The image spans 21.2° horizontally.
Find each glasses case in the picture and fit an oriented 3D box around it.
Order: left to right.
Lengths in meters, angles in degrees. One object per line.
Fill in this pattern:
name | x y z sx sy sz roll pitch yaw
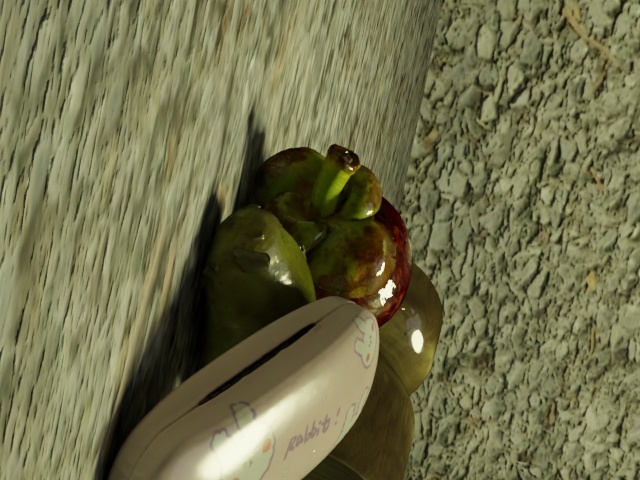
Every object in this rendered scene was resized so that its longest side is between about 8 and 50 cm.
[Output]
glasses case | -0.049 0.132 1.201 0.297 0.075 0.113 -34 139 -51

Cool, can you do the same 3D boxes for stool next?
stool | 0.002 0.145 1.537 0.264 0.179 0.179 -72 172 -46

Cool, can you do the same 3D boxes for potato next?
potato | -0.049 0.066 1.327 0.117 0.090 0.225 -62 158 -45

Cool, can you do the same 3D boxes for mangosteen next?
mangosteen | -0.002 0.005 1.421 0.145 0.156 0.181 -56 160 -14
